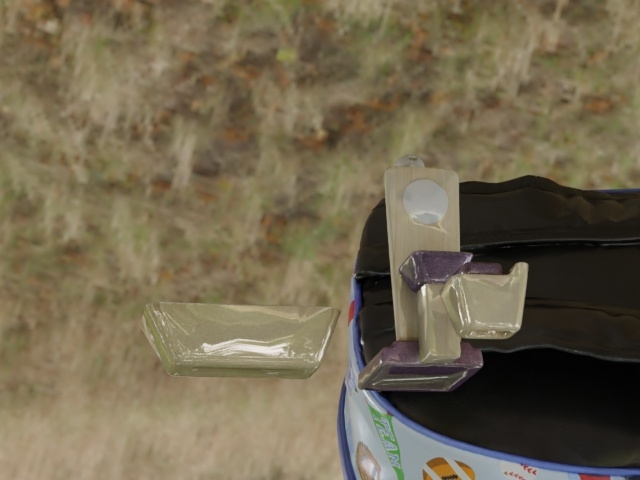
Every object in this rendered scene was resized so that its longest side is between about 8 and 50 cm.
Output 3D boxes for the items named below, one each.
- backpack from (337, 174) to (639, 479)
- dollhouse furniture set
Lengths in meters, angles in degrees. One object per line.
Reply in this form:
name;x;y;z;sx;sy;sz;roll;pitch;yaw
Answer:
backpack;0.139;0.080;0.792;0.263;0.276;0.213;9;123;-2
dollhouse furniture set;0.000;0.000;0.500;0.114;0.081;0.091;2;161;-11
